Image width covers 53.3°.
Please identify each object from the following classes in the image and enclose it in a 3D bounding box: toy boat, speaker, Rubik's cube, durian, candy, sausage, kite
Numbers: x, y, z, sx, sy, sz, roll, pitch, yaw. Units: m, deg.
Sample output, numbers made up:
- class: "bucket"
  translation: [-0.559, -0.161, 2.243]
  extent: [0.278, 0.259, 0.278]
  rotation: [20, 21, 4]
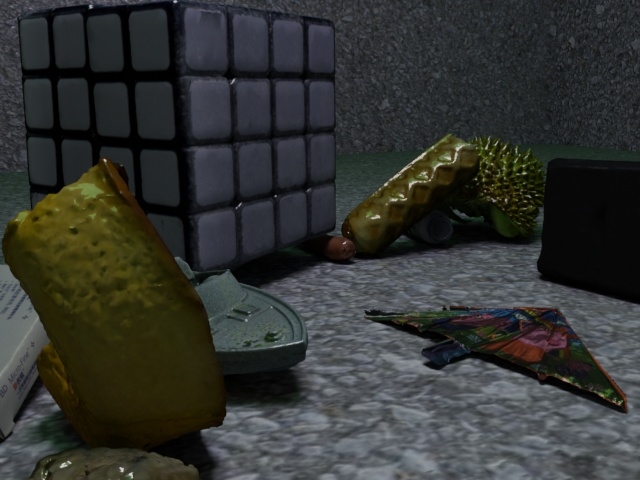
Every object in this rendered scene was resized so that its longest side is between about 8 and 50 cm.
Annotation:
- class: "toy boat"
  translation: [-0.135, 0.075, 0.657]
  extent: [0.319, 0.092, 0.141]
  rotation: [10, 24, 39]
- class: "speaker"
  translation: [0.467, -0.016, 0.851]
  extent: [0.184, 0.180, 0.388]
  rotation: [-4, 12, -37]
- class: "Rubik's cube"
  translation: [-0.198, -0.161, 0.955]
  extent: [0.337, 0.344, 0.344]
  rotation: [8, 15, 32]
- class: "durian"
  translation: [0.316, -0.101, 1.200]
  extent: [0.200, 0.176, 0.237]
  rotation: [40, -16, -24]
- class: "candy"
  translation: [-0.120, 0.158, 0.357]
  extent: [0.095, 0.085, 0.110]
  rotation: [1, -1, -33]
- class: "sausage"
  translation: [0.000, 0.000, 1.082]
  extent: [0.043, 0.043, 0.186]
  rotation: [-7, 15, -26]
- class: "kite"
  translation: [0.203, 0.105, 0.695]
  extent: [0.234, 0.016, 0.321]
  rotation: [-10, 16, -39]

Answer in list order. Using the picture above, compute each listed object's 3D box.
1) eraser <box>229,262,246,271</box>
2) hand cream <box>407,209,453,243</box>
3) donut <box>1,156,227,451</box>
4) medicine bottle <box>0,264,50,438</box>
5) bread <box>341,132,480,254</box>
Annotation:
- class: "eraser"
  translation: [-0.242, 0.024, 1.005]
  extent: [0.230, 0.038, 0.157]
  rotation: [4, 14, 21]
- class: "hand cream"
  translation: [0.185, -0.037, 1.223]
  extent: [0.095, 0.059, 0.276]
  rotation: [-4, 8, -8]
- class: "donut"
  translation: [-0.136, 0.081, 0.457]
  extent: [0.101, 0.259, 0.152]
  rotation: [-28, 63, -32]
- class: "medicine bottle"
  translation: [-0.336, 0.091, 0.582]
  extent: [0.171, 0.052, 0.201]
  rotation: [-1, 31, 0]
- class: "bread"
  translation: [0.148, -0.073, 1.072]
  extent: [0.269, 0.087, 0.098]
  rotation: [-38, 33, -5]
